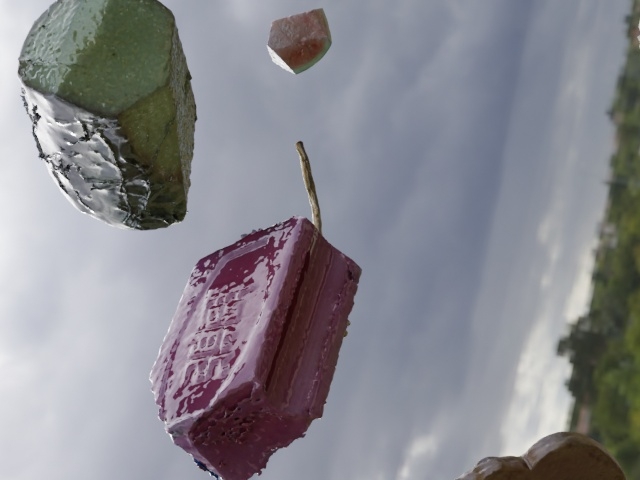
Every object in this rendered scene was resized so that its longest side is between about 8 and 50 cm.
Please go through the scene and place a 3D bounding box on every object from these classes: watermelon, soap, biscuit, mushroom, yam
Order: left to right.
[{"bbox_3d":[-0.246,-0.158,1.700,0.271,0.201,0.202,102,172,-65],"label":"yam"},{"bbox_3d":[-0.062,0.106,1.333,0.099,0.162,0.250,46,-142,-28],"label":"soap"},{"bbox_3d":[-0.029,-0.258,1.799,0.092,0.084,0.072,61,179,42],"label":"watermelon"},{"bbox_3d":[0.002,0.001,2.027,0.028,0.026,0.286,-151,46,-70],"label":"mushroom"},{"bbox_3d":[0.173,0.303,1.407,0.290,0.208,0.041,-42,29,-1],"label":"biscuit"}]

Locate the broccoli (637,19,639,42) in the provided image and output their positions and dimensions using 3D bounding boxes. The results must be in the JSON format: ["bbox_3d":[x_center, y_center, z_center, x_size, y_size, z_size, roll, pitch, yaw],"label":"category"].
[{"bbox_3d":[0.407,-0.213,1.053,0.317,0.277,0.338,0,94,60],"label":"broccoli"}]
